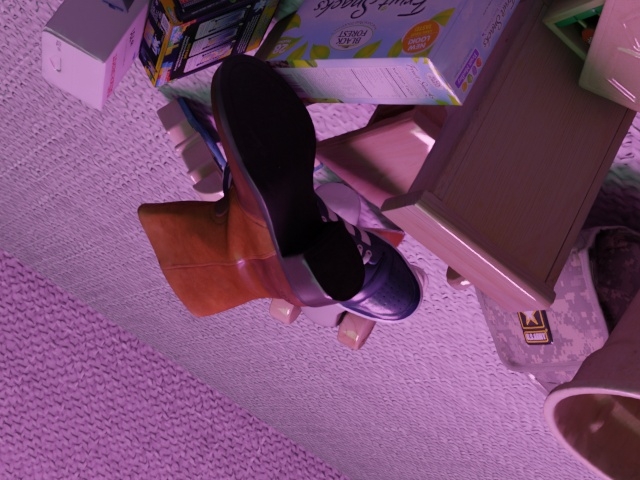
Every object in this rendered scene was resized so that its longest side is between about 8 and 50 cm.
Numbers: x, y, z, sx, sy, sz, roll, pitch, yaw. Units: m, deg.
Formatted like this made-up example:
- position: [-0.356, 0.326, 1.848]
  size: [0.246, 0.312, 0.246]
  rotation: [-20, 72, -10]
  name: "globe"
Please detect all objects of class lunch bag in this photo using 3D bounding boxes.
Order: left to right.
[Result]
- position: [0.332, 0.104, 1.511]
  size: [0.287, 0.169, 0.235]
  rotation: [42, 158, -15]
  name: "lunch bag"

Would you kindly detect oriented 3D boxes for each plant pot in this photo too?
- position: [0.434, 0.102, 1.247]
  size: [0.334, 0.305, 0.334]
  rotation: [26, 160, 10]
  name: "plant pot"

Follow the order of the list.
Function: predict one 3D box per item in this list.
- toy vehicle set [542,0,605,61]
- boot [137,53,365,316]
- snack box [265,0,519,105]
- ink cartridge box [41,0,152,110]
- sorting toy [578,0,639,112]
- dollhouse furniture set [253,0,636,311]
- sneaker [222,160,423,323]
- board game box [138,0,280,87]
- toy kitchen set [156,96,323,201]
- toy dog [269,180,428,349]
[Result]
- position: [0.335, -0.183, 1.089]
  size: [0.166, 0.035, 0.267]
  rotation: [37, 159, -20]
  name: "toy vehicle set"
- position: [-0.098, -0.046, 1.299]
  size: [0.280, 0.096, 0.264]
  rotation: [-6, 120, 53]
  name: "boot"
- position: [0.074, -0.210, 1.171]
  size: [0.207, 0.174, 0.070]
  rotation: [7, 149, 47]
  name: "snack box"
- position: [-0.228, -0.261, 1.428]
  size: [0.082, 0.190, 0.139]
  rotation: [30, 160, -2]
  name: "ink cartridge box"
- position: [0.327, -0.148, 1.086]
  size: [0.193, 0.038, 0.208]
  rotation: [25, 164, 11]
  name: "sorting toy"
- position: [0.113, -0.068, 1.340]
  size: [0.362, 0.256, 0.394]
  rotation: [37, 158, -20]
  name: "dollhouse furniture set"
- position: [0.000, 0.000, 1.420]
  size: [0.282, 0.099, 0.153]
  rotation: [39, -179, -2]
  name: "sneaker"
- position: [-0.122, -0.243, 1.405]
  size: [0.048, 0.141, 0.170]
  rotation: [62, 160, 7]
  name: "board game box"
- position: [-0.104, -0.126, 1.778]
  size: [0.207, 0.166, 0.122]
  rotation: [61, -177, 40]
  name: "toy kitchen set"
- position: [0.037, 0.017, 1.867]
  size: [0.220, 0.161, 0.333]
  rotation: [34, 145, -5]
  name: "toy dog"
